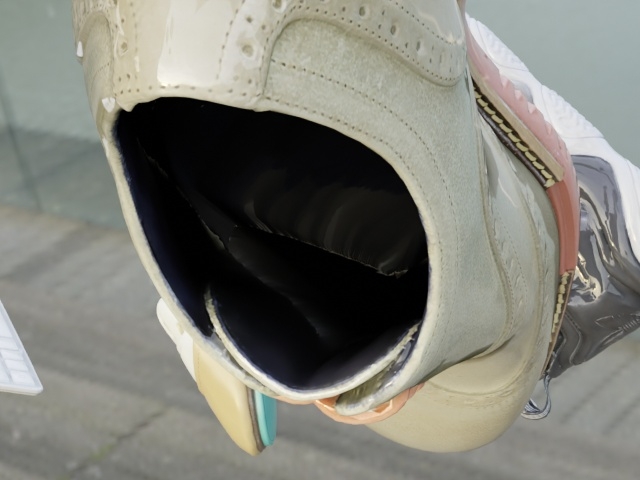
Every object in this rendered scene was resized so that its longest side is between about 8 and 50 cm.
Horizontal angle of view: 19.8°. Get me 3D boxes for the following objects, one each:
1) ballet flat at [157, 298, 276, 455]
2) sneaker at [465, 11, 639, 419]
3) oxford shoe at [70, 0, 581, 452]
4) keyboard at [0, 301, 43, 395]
[{"bbox_3d":[-0.067,0.019,1.115,0.073,0.232,0.080,-5,-18,7],"label":"ballet flat"},{"bbox_3d":[0.074,-0.025,1.007,0.153,0.101,0.268,-45,61,4],"label":"sneaker"},{"bbox_3d":[0.000,0.000,0.591,0.140,0.397,0.146,0,61,17],"label":"oxford shoe"},{"bbox_3d":[-0.220,0.017,1.021,0.072,0.014,0.256,5,24,-26],"label":"keyboard"}]
